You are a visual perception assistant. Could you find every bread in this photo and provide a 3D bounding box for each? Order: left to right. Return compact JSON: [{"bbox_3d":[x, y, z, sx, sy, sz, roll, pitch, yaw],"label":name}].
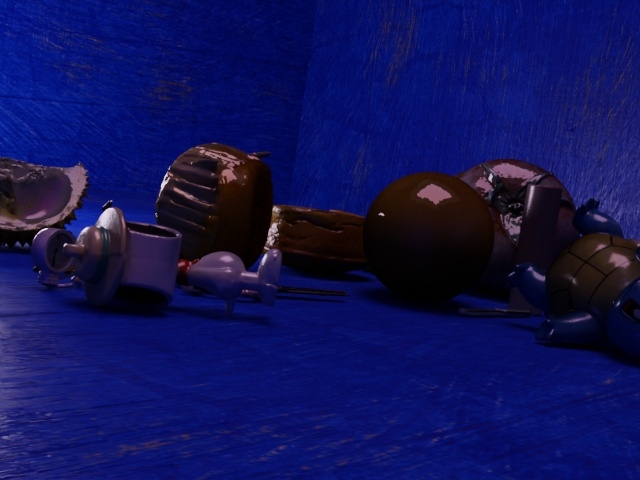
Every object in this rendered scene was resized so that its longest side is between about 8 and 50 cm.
[{"bbox_3d":[-0.180,-0.055,1.658,0.183,0.236,0.388,22,11,7],"label":"bread"},{"bbox_3d":[0.000,0.000,1.901,0.269,0.143,0.195,8,2,-32],"label":"bread"}]

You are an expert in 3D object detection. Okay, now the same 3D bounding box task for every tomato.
[{"bbox_3d":[0.423,-0.028,1.992,0.316,0.317,0.283,9,-25,9],"label":"tomato"}]

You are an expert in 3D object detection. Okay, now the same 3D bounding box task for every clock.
[{"bbox_3d":[-0.368,0.026,1.290,0.041,0.087,0.129,6,2,28],"label":"clock"}]

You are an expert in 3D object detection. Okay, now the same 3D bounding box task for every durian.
[{"bbox_3d":[-0.576,-0.072,1.605,0.306,0.167,0.172,6,8,-22],"label":"durian"}]

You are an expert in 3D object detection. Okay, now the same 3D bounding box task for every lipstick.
[{"bbox_3d":[0.428,0.018,1.757,0.070,0.255,0.070,8,5,-1],"label":"lipstick"}]

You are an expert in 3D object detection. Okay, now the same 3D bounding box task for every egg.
[{"bbox_3d":[0.206,-0.006,1.701,0.250,0.250,0.322,9,-2,3],"label":"egg"}]

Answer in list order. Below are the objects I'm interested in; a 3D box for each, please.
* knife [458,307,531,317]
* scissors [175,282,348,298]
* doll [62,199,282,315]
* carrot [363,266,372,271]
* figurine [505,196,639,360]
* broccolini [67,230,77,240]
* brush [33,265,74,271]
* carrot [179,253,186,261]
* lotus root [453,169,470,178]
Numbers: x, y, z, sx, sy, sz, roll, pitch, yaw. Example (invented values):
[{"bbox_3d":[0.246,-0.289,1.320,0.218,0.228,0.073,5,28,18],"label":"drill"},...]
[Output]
[{"bbox_3d":[0.334,0.135,1.655,0.210,0.015,0.028,5,0,-39],"label":"knife"},{"bbox_3d":[-0.093,0.082,1.483,0.317,0.024,0.160,6,4,-26],"label":"scissors"},{"bbox_3d":[-0.194,0.030,1.222,0.271,0.144,0.208,5,-5,10],"label":"doll"},{"bbox_3d":[0.135,0.041,2.061,0.082,0.082,0.173,3,14,-46],"label":"carrot"},{"bbox_3d":[0.469,0.083,1.502,0.297,0.243,0.416,-36,6,-3],"label":"figurine"},{"bbox_3d":[-0.503,0.006,1.699,0.035,0.030,0.140,44,7,-7],"label":"broccolini"},{"bbox_3d":[-0.379,0.048,1.471,0.082,0.010,0.218,13,8,39],"label":"brush"},{"bbox_3d":[-0.286,0.024,1.690,0.061,0.061,0.256,10,-3,14],"label":"carrot"},{"bbox_3d":[0.395,-0.029,2.306,0.390,0.111,0.375,-12,-41,25],"label":"lotus root"}]
